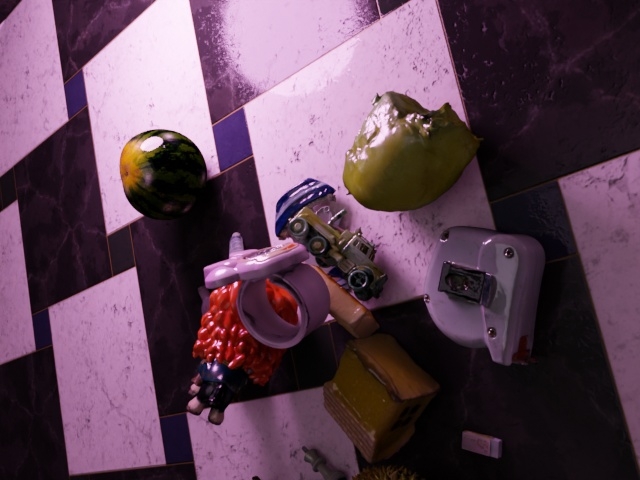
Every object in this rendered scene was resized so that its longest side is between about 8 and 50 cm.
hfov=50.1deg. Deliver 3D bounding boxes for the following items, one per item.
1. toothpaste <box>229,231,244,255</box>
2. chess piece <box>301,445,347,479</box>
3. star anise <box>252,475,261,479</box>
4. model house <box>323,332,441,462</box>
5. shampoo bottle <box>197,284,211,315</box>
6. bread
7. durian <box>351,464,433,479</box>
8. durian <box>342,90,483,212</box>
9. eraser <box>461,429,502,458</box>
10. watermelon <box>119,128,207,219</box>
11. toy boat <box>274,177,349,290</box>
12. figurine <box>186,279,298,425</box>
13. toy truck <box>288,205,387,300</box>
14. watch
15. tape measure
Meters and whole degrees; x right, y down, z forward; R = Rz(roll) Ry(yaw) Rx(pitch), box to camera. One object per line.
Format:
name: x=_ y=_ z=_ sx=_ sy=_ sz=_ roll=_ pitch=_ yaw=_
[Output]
toothpaste: x=-0.225 y=0.033 z=1.833 sx=0.062 sy=0.037 sz=0.216 roll=-29 pitch=26 yaw=6
chess piece: x=0.001 y=0.555 z=1.686 sx=0.149 sy=0.059 sz=0.059 roll=36 pitch=113 yaw=45
star anise: x=-0.063 y=0.765 z=1.705 sx=0.350 sy=0.109 sz=0.292 roll=25 pitch=99 yaw=29
model house: x=0.110 y=0.353 z=1.500 sx=0.193 sy=0.175 sz=0.234 roll=43 pitch=114 yaw=33
shampoo bottle: x=-0.311 y=0.205 z=1.977 sx=0.080 sy=0.040 sz=0.165 roll=-47 pitch=59 yaw=33
bread: x=0.043 y=0.146 z=1.588 sx=0.188 sy=0.125 sz=0.068 roll=38 pitch=83 yaw=31
durian: x=0.165 y=0.575 z=1.393 sx=0.224 sy=0.291 sz=0.291 roll=-52 pitch=56 yaw=10
durian: x=0.177 y=-0.181 z=1.444 sx=0.339 sy=0.205 sz=0.255 roll=-59 pitch=40 yaw=36
eraser: x=0.330 y=0.417 z=1.402 sx=0.083 sy=0.019 sz=0.038 roll=3 pitch=91 yaw=42
watermelon: x=-0.453 y=-0.195 z=1.973 sx=0.269 sy=0.269 sz=0.268 roll=0 pitch=89 yaw=43
toy boat: x=0.000 y=0.000 z=1.699 sx=0.220 sy=0.067 sz=0.291 roll=-37 pitch=79 yaw=32
figurine: x=-0.213 y=0.273 z=1.749 sx=0.241 sy=0.306 sz=0.411 roll=32 pitch=128 yaw=7
toy truck: x=0.054 y=0.017 z=1.576 sx=0.135 sy=0.128 sz=0.259 roll=-43 pitch=70 yaw=-5
watch: x=-0.114 y=0.128 z=1.520 sx=0.249 sy=0.211 sz=0.217 roll=-12 pitch=99 yaw=32
tape measure: x=0.318 y=0.099 z=1.345 sx=0.246 sy=0.125 sz=0.243 roll=12 pitch=98 yaw=41
